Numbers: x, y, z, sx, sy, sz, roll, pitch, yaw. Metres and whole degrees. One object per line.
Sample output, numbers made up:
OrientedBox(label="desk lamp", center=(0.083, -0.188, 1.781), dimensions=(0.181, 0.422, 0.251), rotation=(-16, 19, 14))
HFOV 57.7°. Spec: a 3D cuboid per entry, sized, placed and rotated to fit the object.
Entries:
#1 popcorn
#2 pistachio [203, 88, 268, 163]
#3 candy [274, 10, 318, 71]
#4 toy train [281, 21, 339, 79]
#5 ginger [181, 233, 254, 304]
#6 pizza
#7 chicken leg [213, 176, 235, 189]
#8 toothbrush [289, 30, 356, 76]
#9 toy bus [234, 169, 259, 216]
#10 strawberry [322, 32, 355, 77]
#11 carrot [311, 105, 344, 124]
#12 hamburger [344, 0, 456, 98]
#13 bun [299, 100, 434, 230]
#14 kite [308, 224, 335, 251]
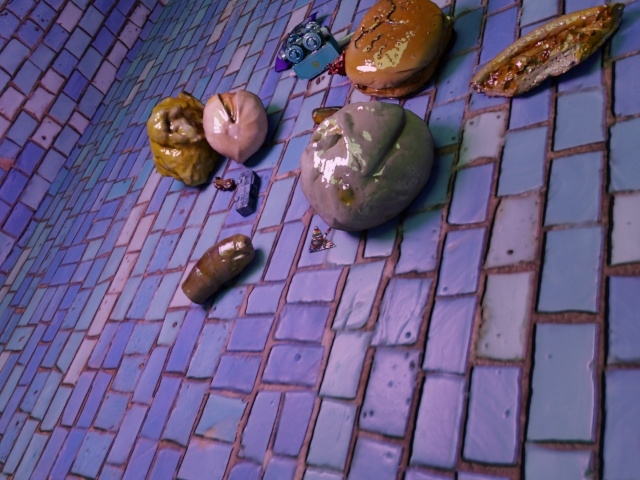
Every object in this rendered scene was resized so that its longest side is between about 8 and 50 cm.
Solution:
OrientedBox(label="popcorn", center=(-0.515, -0.375, 2.132), dimensions=(0.293, 0.292, 0.334), rotation=(-50, 30, 11))
OrientedBox(label="pistachio", center=(-0.291, -0.399, 2.005), dimensions=(0.230, 0.230, 0.308), rotation=(-36, 36, 16))
OrientedBox(label="candy", center=(-0.095, -0.766, 2.240), dimensions=(0.145, 0.070, 0.275), rotation=(-5, 57, 52))
OrientedBox(label="toy train", center=(-0.033, -0.653, 2.009), dimensions=(0.198, 0.154, 0.107), rotation=(-26, 40, 25))
OrientedBox(label="ginger", center=(-0.297, 0.077, 1.684), dimensions=(0.263, 0.116, 0.109), rotation=(-44, -3, 14))
OrientedBox(label="pizza", center=(0.516, -0.432, 1.346), dimensions=(0.366, 0.074, 0.182), rotation=(-20, 37, 33))
OrientedBox(label="chicken leg", center=(-0.342, -0.200, 2.018), dimensions=(0.062, 0.037, 0.145), rotation=(-40, 33, -26))
OrientedBox(label="toothbrush", center=(0.010, -0.663, 2.075), dimensions=(0.307, 0.025, 0.029), rotation=(-25, 16, 27))
OrientedBox(label="toy bus", center=(-0.235, -0.154, 1.866), dimensions=(0.065, 0.047, 0.165), rotation=(-19, 48, 26))
OrientedBox(label="strawberry", center=(0.112, -0.597, 1.838), dimensions=(0.167, 0.087, 0.208), rotation=(-53, 9, -36))
OrientedBox(label="carrot", center=(0.063, -0.370, 1.745), dimensions=(0.260, 0.070, 0.070), rotation=(17, 71, 51))
OrientedBox(label="hamburger", center=(0.225, -0.557, 1.672), dimensions=(0.284, 0.174, 0.304), rotation=(16, 77, 37))
OrientedBox(label="bun", center=(0.096, -0.203, 1.446), dimensions=(0.365, 0.219, 0.365), rotation=(-25, 47, 30))
OrientedBox(label="kite", center=(0.000, 0.000, 1.537), dimensions=(0.090, 0.004, 0.122), rotation=(-49, 38, -1))
